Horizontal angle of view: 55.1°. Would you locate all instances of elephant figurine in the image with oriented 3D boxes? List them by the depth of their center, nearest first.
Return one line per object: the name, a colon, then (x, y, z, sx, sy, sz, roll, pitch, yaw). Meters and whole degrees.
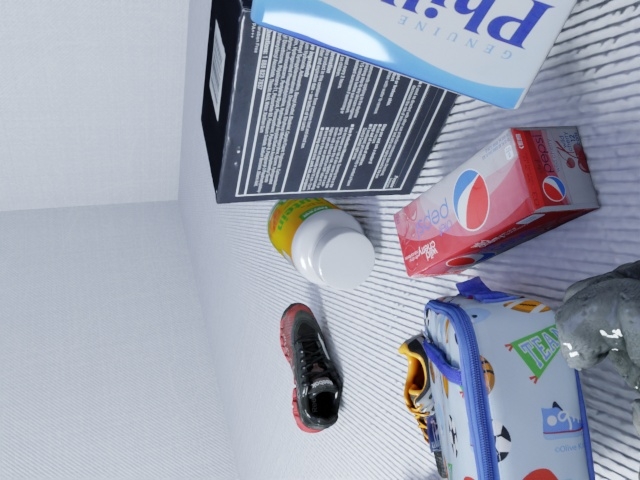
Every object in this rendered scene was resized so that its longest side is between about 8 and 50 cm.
elephant figurine: (0.278, 0.124, 0.417, 0.169, 0.186, 0.240, -22, 82, 24)

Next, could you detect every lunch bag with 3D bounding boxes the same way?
lunch bag: (0.168, 0.161, 0.616, 0.303, 0.114, 0.243, 42, -142, -86)

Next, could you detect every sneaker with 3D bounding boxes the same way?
sneaker: (0.154, 0.223, 0.826, 0.084, 0.083, 0.215, 162, 101, -67)
sneaker: (-0.016, 0.262, 1.267, 0.135, 0.097, 0.276, 153, 108, -68)

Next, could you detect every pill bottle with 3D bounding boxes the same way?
pill bottle: (0.000, 0.000, 1.102, 0.245, 0.136, 0.137, -142, 50, -63)

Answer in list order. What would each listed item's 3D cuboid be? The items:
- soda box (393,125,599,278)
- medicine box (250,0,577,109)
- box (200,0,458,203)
soda box: (0.180, -0.032, 0.692, 0.263, 0.083, 0.092, 138, 124, -64)
medicine box: (0.105, -0.299, 0.511, 0.149, 0.263, 0.289, -71, 0, -47)
box: (0.008, -0.211, 0.804, 0.296, 0.293, 0.183, 110, 151, -49)
